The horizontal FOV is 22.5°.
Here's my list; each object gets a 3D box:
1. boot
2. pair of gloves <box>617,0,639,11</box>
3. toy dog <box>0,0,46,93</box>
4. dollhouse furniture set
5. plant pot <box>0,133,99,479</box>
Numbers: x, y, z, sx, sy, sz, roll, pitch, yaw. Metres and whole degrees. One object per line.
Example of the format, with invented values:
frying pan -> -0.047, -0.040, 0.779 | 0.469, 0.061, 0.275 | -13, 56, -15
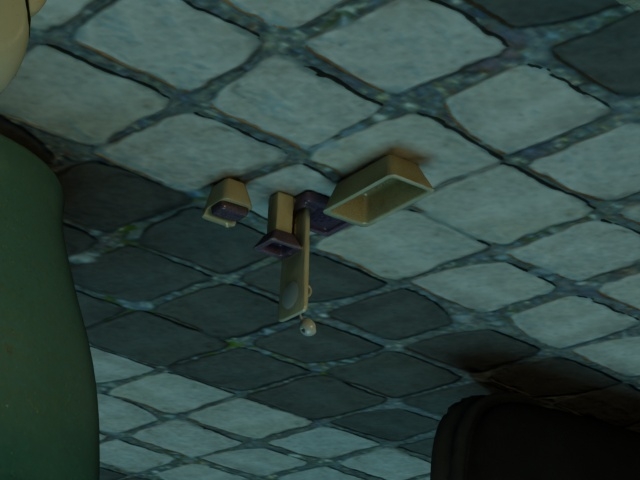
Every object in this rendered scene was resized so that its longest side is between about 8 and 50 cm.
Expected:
boot -> 0.350, 0.175, 1.163 | 0.445, 0.146, 0.367 | -9, 163, 31
pair of gloves -> 0.126, -0.134, 0.585 | 0.240, 0.042, 0.204 | 24, 163, -24
toy dog -> -0.212, -0.078, 0.646 | 0.333, 0.161, 0.220 | 22, 125, 30
dollhouse furniture set -> 0.000, 0.000, 0.899 | 0.091, 0.081, 0.114 | 19, 151, -32
plant pot -> -0.242, 0.076, 0.883 | 0.271, 0.255, 0.271 | 2, 155, 1
